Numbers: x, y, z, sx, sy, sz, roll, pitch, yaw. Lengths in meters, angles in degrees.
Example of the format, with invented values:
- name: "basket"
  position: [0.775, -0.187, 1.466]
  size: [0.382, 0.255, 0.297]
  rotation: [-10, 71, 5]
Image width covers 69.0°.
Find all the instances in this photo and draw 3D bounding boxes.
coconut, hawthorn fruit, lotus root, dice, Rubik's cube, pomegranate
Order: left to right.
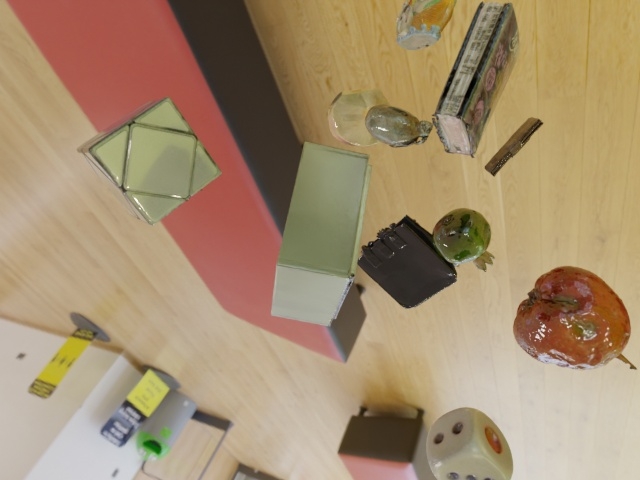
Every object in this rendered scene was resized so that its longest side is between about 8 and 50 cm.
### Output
- name: "Rubik's cube"
  position: [-0.389, -0.181, 1.057]
  size: [0.205, 0.205, 0.207]
  rotation: [16, 142, 56]
- name: "coconut"
  position: [0.140, -0.426, 1.624]
  size: [0.237, 0.237, 0.197]
  rotation: [7, 106, 28]
- name: "lotus root"
  position: [0.161, -0.241, 0.991]
  size: [0.165, 0.088, 0.088]
  rotation: [30, 149, 33]
- name: "pomegranate"
  position: [0.465, 0.007, 1.482]
  size: [0.225, 0.187, 0.187]
  rotation: [45, 142, -16]
- name: "dice"
  position: [0.449, 0.641, 1.411]
  size: [0.193, 0.194, 0.192]
  rotation: [45, 118, -11]
- name: "hawthorn fruit"
  position: [0.523, 0.177, 0.923]
  size: [0.243, 0.207, 0.207]
  rotation: [36, 146, 12]

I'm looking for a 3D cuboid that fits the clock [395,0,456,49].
- name: "clock"
  position: [0.257, -0.557, 1.142]
  size: [0.103, 0.144, 0.231]
  rotation: [9, -173, -20]

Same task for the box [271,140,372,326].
- name: "box"
  position: [0.000, 0.000, 0.786]
  size: [0.118, 0.224, 0.225]
  rotation: [12, 152, -2]

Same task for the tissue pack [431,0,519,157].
- name: "tissue pack"
  position: [0.455, -0.450, 1.337]
  size: [0.122, 0.361, 0.259]
  rotation: [21, 176, 27]

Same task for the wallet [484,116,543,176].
- name: "wallet"
  position: [0.658, -0.321, 1.596]
  size: [0.042, 0.124, 0.230]
  rotation: [40, 110, -5]

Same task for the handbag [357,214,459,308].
- name: "handbag"
  position: [0.335, 0.078, 1.807]
  size: [0.329, 0.122, 0.303]
  rotation: [41, 133, -6]
